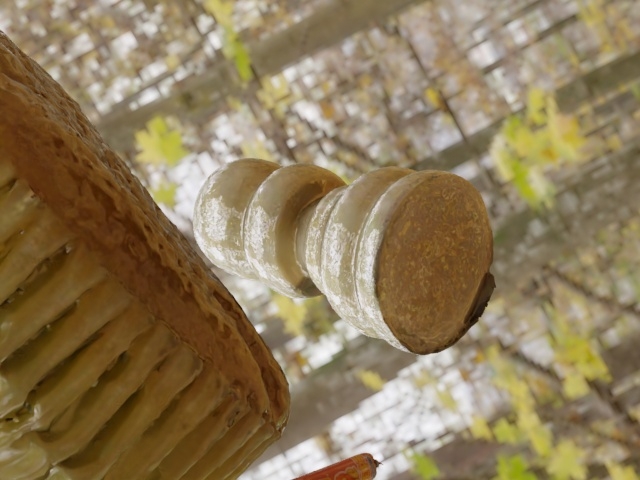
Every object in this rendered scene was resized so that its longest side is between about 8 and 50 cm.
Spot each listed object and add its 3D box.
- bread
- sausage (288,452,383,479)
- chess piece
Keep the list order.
[{"bbox_3d":[-0.130,0.022,0.704,0.253,0.142,0.227,46,179,-20],"label":"bread"},{"bbox_3d":[0.005,0.241,1.556,0.034,0.129,0.034,46,144,47],"label":"sausage"},{"bbox_3d":[0.000,0.000,1.268,0.261,0.143,0.142,12,143,43],"label":"chess piece"}]
